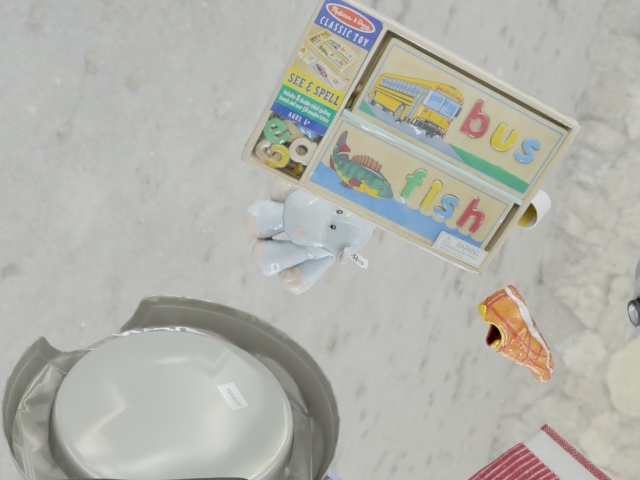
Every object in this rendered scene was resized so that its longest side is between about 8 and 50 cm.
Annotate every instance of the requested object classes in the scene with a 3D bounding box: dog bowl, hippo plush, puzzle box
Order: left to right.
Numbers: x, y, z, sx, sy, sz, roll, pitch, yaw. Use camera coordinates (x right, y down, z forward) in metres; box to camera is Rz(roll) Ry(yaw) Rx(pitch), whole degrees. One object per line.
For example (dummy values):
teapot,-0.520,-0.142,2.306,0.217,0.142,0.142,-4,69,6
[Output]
dog bowl,-0.157,0.205,0.909,0.349,0.349,0.102,-38,150,-51
hippo plush,0.000,0.000,1.656,0.234,0.294,0.236,-67,-165,-3
puzzle box,0.126,-0.146,1.210,0.272,0.409,0.052,-61,-169,21

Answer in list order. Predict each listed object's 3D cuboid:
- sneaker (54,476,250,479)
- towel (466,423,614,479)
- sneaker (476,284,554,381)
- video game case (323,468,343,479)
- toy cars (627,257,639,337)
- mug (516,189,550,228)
sneaker,-0.114,0.190,0.474,0.235,0.084,0.097,8,57,-36
towel,0.157,0.332,0.775,0.329,0.237,0.037,-33,126,-11
sneaker,0.247,0.124,1.078,0.067,0.064,0.175,-31,124,9
video game case,-0.066,0.430,1.346,0.270,0.244,0.061,-5,120,-47
toy cars,0.485,0.066,1.065,0.176,0.087,0.394,-37,138,25
mug,0.369,-0.061,1.502,0.064,0.078,0.062,-30,118,-38
